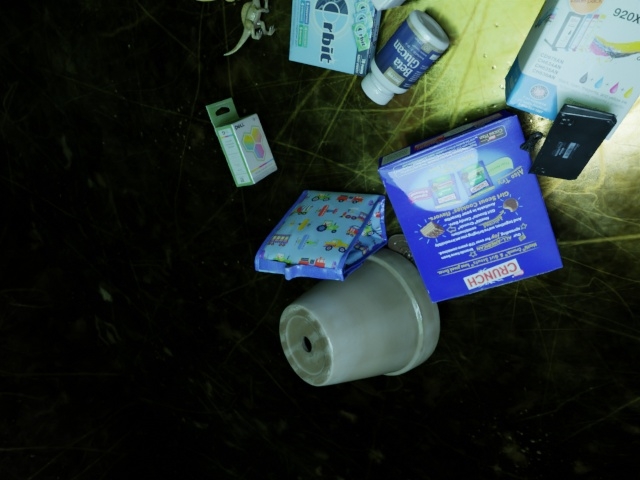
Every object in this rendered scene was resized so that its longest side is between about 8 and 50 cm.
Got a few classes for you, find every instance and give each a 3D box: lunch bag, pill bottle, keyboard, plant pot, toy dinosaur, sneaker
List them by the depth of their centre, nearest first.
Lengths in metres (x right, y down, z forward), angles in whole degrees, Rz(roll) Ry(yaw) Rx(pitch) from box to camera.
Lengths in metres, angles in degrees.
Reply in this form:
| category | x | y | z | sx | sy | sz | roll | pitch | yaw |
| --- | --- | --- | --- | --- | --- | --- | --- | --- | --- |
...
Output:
| category | x | y | z | sx | sy | sz | roll | pitch | yaw |
| --- | --- | --- | --- | --- | --- | --- | --- | --- | --- |
| keyboard | 0.381 | -0.154 | 0.744 | 0.108 | 0.023 | 0.180 | 13 | 160 | 14 |
| pill bottle | 0.158 | -0.350 | 0.907 | 0.094 | 0.094 | 0.169 | 46 | 130 | -1 |
| toy dinosaur | -0.152 | -0.489 | 1.048 | 0.093 | 0.053 | 0.183 | 40 | 124 | 23 |
| lunch bag | 0.000 | 0.000 | 1.078 | 0.221 | 0.293 | 0.138 | 7 | 120 | 28 |
| plant pot | 0.066 | 0.200 | 1.104 | 0.323 | 0.280 | 0.323 | 20 | 117 | 46 |
| sneaker | 0.241 | 0.046 | 1.108 | 0.188 | 0.071 | 0.066 | 26 | 127 | 15 |

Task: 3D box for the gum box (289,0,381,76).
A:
| category | x | y | z | sx | sy | sz | roll | pitch | yaw |
| --- | --- | --- | --- | --- | --- | --- | --- | --- | --- |
| gum box | 0.028 | -0.441 | 0.965 | 0.185 | 0.041 | 0.156 | 20 | 125 | 20 |

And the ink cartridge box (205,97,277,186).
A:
| category | x | y | z | sx | sy | sz | roll | pitch | yaw |
| --- | --- | --- | --- | --- | --- | --- | --- | --- | --- |
| ink cartridge box | -0.194 | -0.252 | 1.164 | 0.062 | 0.109 | 0.209 | -6 | 113 | 33 |

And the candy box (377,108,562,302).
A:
| category | x | y | z | sx | sy | sz | roll | pitch | yaw |
| --- | --- | --- | --- | --- | --- | --- | --- | --- | --- |
| candy box | 0.296 | -0.061 | 0.940 | 0.268 | 0.122 | 0.317 | -19 | 107 | 18 |

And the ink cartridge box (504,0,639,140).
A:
| category | x | y | z | sx | sy | sz | roll | pitch | yaw |
| --- | --- | --- | --- | --- | --- | --- | --- | --- | --- |
| ink cartridge box | 0.419 | -0.312 | 0.715 | 0.171 | 0.168 | 0.232 | 23 | 127 | 7 |

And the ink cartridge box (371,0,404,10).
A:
| category | x | y | z | sx | sy | sz | roll | pitch | yaw |
| --- | --- | --- | --- | --- | --- | --- | --- | --- | --- |
| ink cartridge box | 0.110 | -0.573 | 0.789 | 0.198 | 0.115 | 0.272 | -32 | 98 | 40 |
